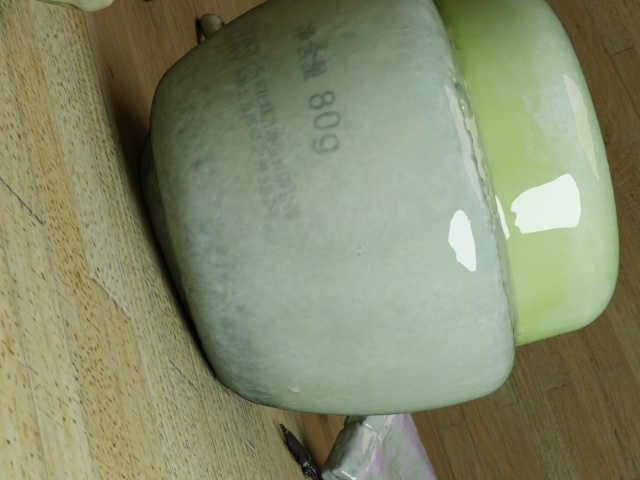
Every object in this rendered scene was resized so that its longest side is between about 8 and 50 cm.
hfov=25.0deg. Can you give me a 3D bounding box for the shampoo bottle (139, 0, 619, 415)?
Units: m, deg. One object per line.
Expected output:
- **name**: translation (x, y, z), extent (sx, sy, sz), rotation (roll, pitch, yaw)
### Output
- **shampoo bottle**: translation (0.037, -0.033, 1.045), extent (0.322, 0.317, 0.323), rotation (167, -90, -88)

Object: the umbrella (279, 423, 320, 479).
- **umbrella**: translation (-0.015, 0.183, 1.218), extent (0.122, 0.013, 0.022), rotation (62, 2, -58)

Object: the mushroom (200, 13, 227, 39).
- **mushroom**: translation (-0.117, -0.229, 1.681), extent (0.306, 0.043, 0.068), rotation (-101, -174, -69)

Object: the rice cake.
- **rice cake**: translation (0.071, 0.254, 1.351), extent (0.106, 0.050, 0.298), rotation (-62, 146, -33)

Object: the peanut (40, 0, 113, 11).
- **peanut**: translation (-0.163, -0.276, 0.790), extent (0.159, 0.143, 0.291), rotation (-78, 151, -61)
